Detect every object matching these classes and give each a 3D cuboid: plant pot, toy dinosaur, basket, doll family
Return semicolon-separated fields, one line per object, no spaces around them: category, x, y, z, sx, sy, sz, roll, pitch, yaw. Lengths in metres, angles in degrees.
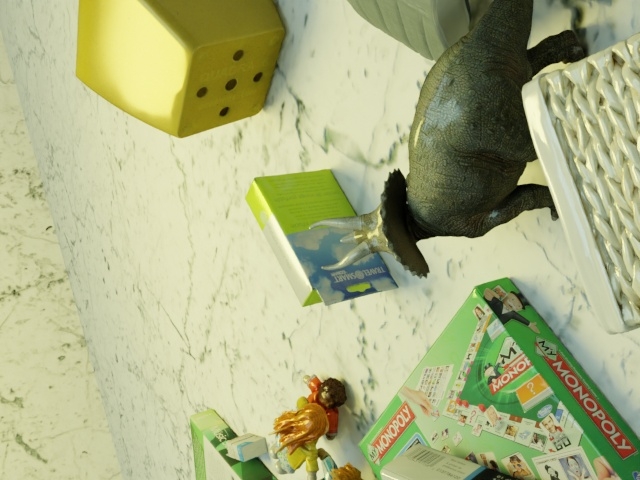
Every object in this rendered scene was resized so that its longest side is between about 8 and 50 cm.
plant pot;-0.170;-0.257;0.871;0.187;0.212;0.212;48;140;20
toy dinosaur;0.119;-0.075;0.494;0.121;0.160;0.313;56;144;31
basket;0.215;-0.040;0.402;0.103;0.113;0.167;-24;80;55
doll family;0.005;0.299;0.861;0.263;0.118;0.163;62;146;24

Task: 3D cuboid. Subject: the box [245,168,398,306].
box;0.000;0.000;0.765;0.178;0.109;0.042;61;142;25

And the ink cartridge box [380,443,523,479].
ink cartridge box;0.161;0.363;0.608;0.165;0.065;0.332;2;108;52

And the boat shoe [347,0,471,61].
boat shoe;0.078;-0.208;0.484;0.109;0.302;0.094;33;96;4

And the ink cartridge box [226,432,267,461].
ink cartridge box;-0.134;0.362;1.179;0.083;0.048;0.028;-16;88;59

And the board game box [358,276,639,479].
board game box;0.157;0.215;0.654;0.213;0.046;0.317;58;144;29

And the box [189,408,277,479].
box;-0.151;0.491;1.252;0.322;0.058;0.232;25;122;51
